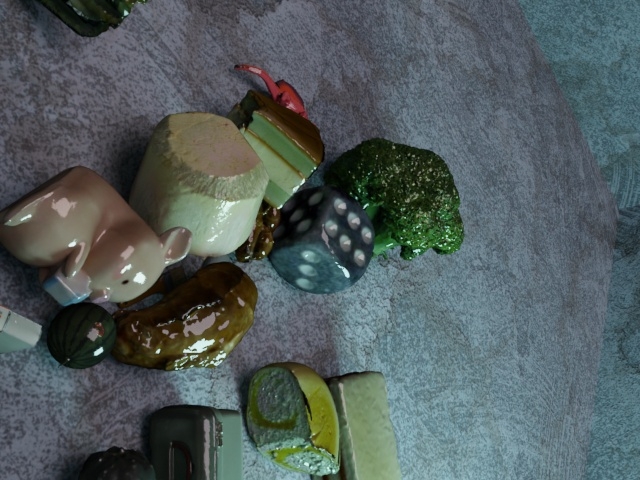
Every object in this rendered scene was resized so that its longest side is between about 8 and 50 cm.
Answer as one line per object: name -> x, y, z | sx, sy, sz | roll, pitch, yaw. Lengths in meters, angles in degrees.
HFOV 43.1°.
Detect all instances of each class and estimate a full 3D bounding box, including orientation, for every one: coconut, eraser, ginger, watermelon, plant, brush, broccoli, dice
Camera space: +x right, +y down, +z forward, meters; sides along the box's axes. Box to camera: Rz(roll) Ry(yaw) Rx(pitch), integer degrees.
coconut -> -0.224, -0.088, 1.481 | 0.239, 0.244, 0.239 | 14, 43, -13
eraser -> -0.518, 0.095, 1.094 | 0.230, 0.157, 0.038 | 39, 49, -41
ginger -> -0.225, 0.141, 1.447 | 0.321, 0.172, 0.165 | -25, 139, -47
watermelon -> -0.386, 0.160, 1.291 | 0.105, 0.105, 0.133 | 59, 31, -24
plant -> -0.316, 0.452, 1.271 | 0.142, 0.164, 0.255 | -2, 98, -49
ginger -> -0.138, -0.026, 1.706 | 0.103, 0.073, 0.162 | 13, 76, -36
brush -> -0.308, 0.091, 1.494 | 0.170, 0.014, 0.043 | -27, 107, -51
broccoli -> 0.178, -0.093, 1.948 | 0.413, 0.310, 0.321 | -115, -169, -82
dice -> 0.000, 0.000, 1.786 | 0.182, 0.183, 0.181 | 46, 49, -33

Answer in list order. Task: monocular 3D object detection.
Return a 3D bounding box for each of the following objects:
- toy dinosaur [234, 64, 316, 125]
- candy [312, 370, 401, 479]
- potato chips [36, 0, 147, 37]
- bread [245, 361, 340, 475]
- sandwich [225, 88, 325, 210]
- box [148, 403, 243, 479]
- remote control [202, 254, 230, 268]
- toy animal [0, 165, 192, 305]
toy dinosaur -> -0.088, -0.341, 1.871 | 0.286, 0.070, 0.139 | 46, 37, -32
candy -> 0.069, 0.453, 1.798 | 0.179, 0.135, 0.320 | -5, 83, -53
potato chips -> -0.390, -0.553, 1.311 | 0.429, 0.358, 0.070 | 47, 13, 1
bread -> -0.048, 0.363, 1.664 | 0.156, 0.158, 0.260 | -18, 95, -64
sandwich -> -0.114, -0.210, 1.699 | 0.198, 0.155, 0.227 | 38, 19, -17
box -> -0.217, 0.394, 1.427 | 0.129, 0.148, 0.210 | 16, 70, -59
remote control -> -0.222, 0.092, 1.595 | 0.050, 0.027, 0.184 | 46, 48, -33
toy animal -> -0.367, 0.002, 1.282 | 0.256, 0.195, 0.213 | 53, 36, -25
